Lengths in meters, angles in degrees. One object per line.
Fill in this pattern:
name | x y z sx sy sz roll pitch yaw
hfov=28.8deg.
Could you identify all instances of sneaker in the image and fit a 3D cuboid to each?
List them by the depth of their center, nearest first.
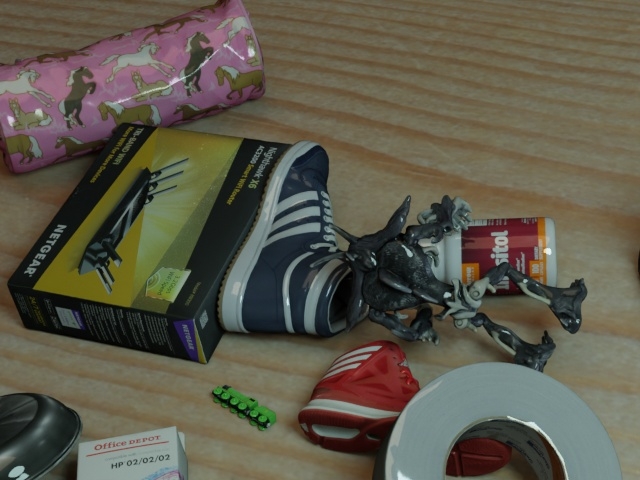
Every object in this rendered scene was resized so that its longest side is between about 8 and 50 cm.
sneaker | 0.097 0.158 1.276 0.221 0.087 0.128 10 48 18
sneaker | 0.000 0.000 1.449 0.153 0.099 0.282 6 50 21

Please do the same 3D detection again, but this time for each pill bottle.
pill bottle | 0.188 0.018 1.405 0.152 0.086 0.086 -3 43 9

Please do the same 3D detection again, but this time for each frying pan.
frying pan | -0.402 0.224 1.308 0.326 0.053 0.197 -9 22 21

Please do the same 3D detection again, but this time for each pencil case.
pencil case | -0.262 -0.216 1.690 0.386 0.160 0.167 -18 76 -9

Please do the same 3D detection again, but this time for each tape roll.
tape roll | 0.159 0.225 1.134 0.219 0.072 0.219 3 67 -8

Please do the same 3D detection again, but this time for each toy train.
toy train | -0.082 0.177 1.338 0.083 0.017 0.024 27 44 33

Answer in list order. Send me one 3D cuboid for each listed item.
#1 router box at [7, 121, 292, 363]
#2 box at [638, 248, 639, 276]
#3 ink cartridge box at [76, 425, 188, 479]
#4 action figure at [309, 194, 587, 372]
router box | -0.192 -0.008 1.507 0.243 0.081 0.309 9 46 19
box | 0.477 0.061 1.327 0.231 0.056 0.183 -9 44 0
ink cartridge box | -0.187 0.252 1.244 0.104 0.061 0.181 -10 42 0
action figure | 0.127 0.045 1.307 0.276 0.164 0.141 24 15 -4
